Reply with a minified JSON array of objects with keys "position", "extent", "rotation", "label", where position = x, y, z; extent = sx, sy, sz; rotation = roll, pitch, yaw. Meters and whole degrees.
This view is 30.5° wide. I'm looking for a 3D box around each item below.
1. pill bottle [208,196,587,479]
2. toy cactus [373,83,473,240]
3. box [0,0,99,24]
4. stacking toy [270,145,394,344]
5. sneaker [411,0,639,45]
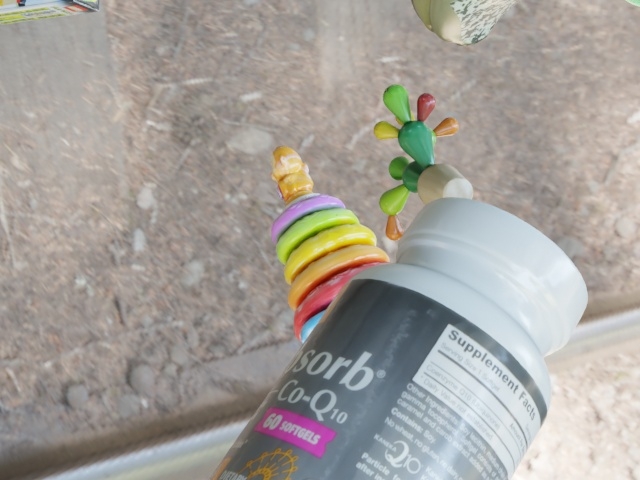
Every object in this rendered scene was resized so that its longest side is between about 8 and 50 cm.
[{"position":[0.050,0.117,0.754],"extent":[0.162,0.162,0.278],"rotation":[49,64,-30],"label":"pill bottle"},{"position":[0.127,-0.063,1.290],"extent":[0.112,0.180,0.219],"rotation":[-9,104,-14],"label":"toy cactus"},{"position":[-0.248,-0.303,1.047],"extent":[0.036,0.114,0.207],"rotation":[10,79,-62],"label":"box"},{"position":[0.000,0.000,1.530],"extent":[0.165,0.302,0.175],"rotation":[-27,157,0],"label":"stacking toy"},{"position":[0.199,-0.207,0.778],"extent":[0.158,0.410,0.182],"rotation":[-31,85,-28],"label":"sneaker"}]
